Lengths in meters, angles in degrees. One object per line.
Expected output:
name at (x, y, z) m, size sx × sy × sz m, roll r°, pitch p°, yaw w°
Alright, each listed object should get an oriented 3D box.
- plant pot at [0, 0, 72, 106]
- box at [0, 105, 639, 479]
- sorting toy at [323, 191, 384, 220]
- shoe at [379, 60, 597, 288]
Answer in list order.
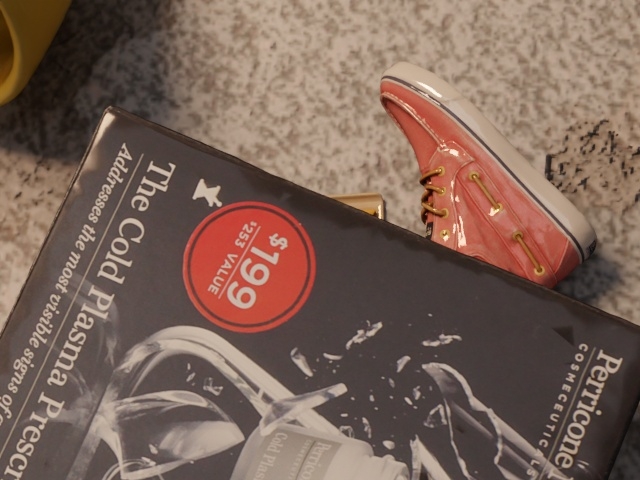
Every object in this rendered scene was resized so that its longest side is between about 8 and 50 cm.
plant pot at (-0.252, -0.250, 0.984) m, size 0.254 × 0.254 × 0.239 m, roll 18°, pitch 61°, yaw 12°
box at (-0.031, 0.153, 0.825) m, size 0.313 × 0.179 × 0.343 m, roll 23°, pitch 82°, yaw 6°
sorting toy at (0.000, 0.000, 0.985) m, size 0.083 × 0.012 × 0.062 m, roll -4°, pitch 73°, yaw 5°
shoe at (0.084, -0.031, 0.957) m, size 0.081 × 0.063 × 0.178 m, roll -42°, pitch 77°, yaw -12°
